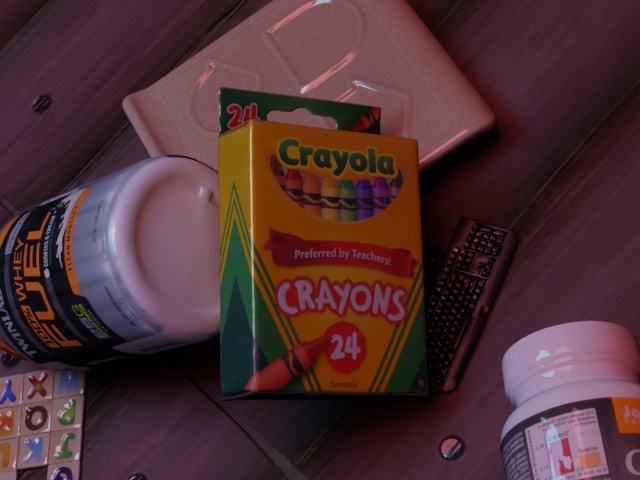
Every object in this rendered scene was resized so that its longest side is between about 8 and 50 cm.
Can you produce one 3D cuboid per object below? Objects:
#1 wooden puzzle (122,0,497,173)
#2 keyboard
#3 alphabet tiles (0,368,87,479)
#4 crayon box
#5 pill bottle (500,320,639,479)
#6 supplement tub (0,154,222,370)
[{"bbox_3d":[-0.015,-0.136,1.772,0.348,0.080,0.322,-32,56,-1],"label":"wooden puzzle"},{"bbox_3d":[0.128,0.058,1.623,0.100,0.038,0.192,14,69,29],"label":"keyboard"},{"bbox_3d":[-0.375,0.247,1.755,0.237,0.009,0.198,-11,60,17],"label":"alphabet tiles"},{"bbox_3d":[0.000,0.000,1.558,0.081,0.202,0.318,-19,70,58],"label":"crayon box"},{"bbox_3d":[0.251,0.224,1.404,0.162,0.162,0.278,-16,58,15],"label":"pill bottle"},{"bbox_3d":[-0.226,0.034,1.644,0.316,0.193,0.193,-18,53,48],"label":"supplement tub"}]
